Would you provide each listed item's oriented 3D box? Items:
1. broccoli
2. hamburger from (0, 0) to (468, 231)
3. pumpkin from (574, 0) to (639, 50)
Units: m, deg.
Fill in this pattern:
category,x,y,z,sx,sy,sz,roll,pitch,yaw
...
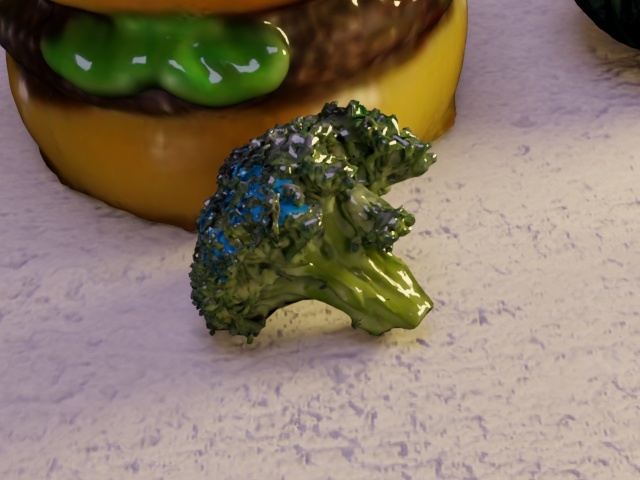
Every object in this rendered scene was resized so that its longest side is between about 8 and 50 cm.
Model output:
category,x,y,z,sx,sy,sz,roll,pitch,yaw
broccoli,0.000,0.000,0.947,0.160,0.154,0.167,48,62,-5
hamburger,-0.073,-0.230,1.112,0.395,0.277,0.396,-4,40,3
pumpkin,0.297,-0.269,1.122,0.248,0.248,0.248,-5,39,4
